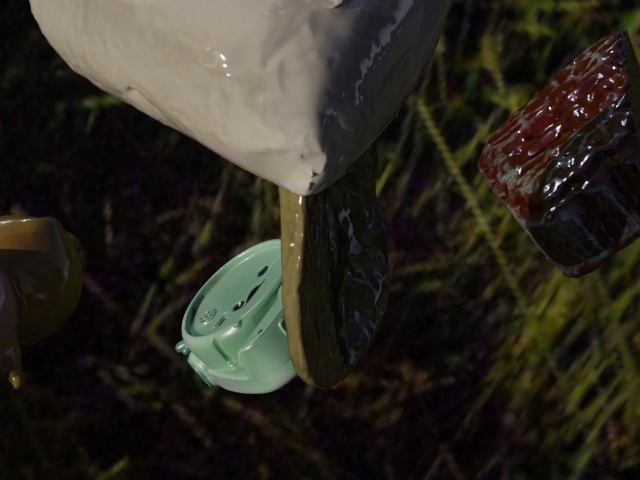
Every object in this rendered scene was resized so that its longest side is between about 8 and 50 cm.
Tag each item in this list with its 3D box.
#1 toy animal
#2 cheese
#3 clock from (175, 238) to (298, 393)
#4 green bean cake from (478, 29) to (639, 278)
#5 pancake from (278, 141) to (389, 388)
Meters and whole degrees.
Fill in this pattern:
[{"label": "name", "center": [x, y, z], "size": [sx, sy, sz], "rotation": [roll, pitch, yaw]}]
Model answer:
[{"label": "toy animal", "center": [-0.356, 0.066, 1.756], "size": [0.195, 0.169, 0.281], "rotation": [36, 37, 13]}, {"label": "cheese", "center": [-0.026, -0.126, 0.857], "size": [0.198, 0.154, 0.189], "rotation": [31, 71, 25]}, {"label": "clock", "center": [-0.062, 0.067, 1.530], "size": [0.066, 0.211, 0.159], "rotation": [49, 59, -22]}, {"label": "green bean cake", "center": [0.254, -0.082, 1.559], "size": [0.097, 0.198, 0.232], "rotation": [48, 11, -23]}, {"label": "pancake", "center": [0.000, 0.000, 1.237], "size": [0.050, 0.242, 0.242], "rotation": [-2, 39, 17]}]
